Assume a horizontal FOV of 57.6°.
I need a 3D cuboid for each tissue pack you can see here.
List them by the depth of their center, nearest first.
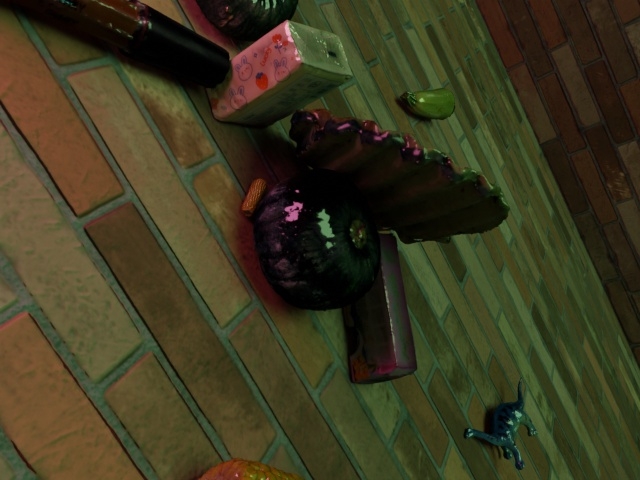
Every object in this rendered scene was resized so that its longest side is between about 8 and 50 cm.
[{"bbox_3d":[-0.070,-0.264,0.947,0.148,0.196,0.092,-10,79,-55],"label":"tissue pack"}]

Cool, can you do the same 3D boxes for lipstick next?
[{"bbox_3d":[-0.292,-0.298,0.761,0.418,0.077,0.077,11,63,-50],"label":"lipstick"}]

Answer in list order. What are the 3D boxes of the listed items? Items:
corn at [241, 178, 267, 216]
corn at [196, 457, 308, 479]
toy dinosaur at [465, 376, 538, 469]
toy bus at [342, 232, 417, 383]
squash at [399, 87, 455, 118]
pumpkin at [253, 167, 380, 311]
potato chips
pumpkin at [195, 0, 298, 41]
[{"bbox_3d":[-0.106,-0.071,0.943,0.028,0.027,0.083,84,18,-46],"label":"corn"},{"bbox_3d":[-0.010,0.378,0.732,0.387,0.143,0.144,44,41,-33],"label":"corn"},{"bbox_3d":[0.451,0.457,1.403,0.329,0.076,0.145,-18,80,-46],"label":"toy dinosaur"},{"bbox_3d":[0.098,0.116,1.061,0.090,0.112,0.274,12,62,-43],"label":"toy bus"},{"bbox_3d":[0.289,-0.391,1.638,0.224,0.094,0.094,-10,80,-50],"label":"squash"},{"bbox_3d":[0.000,0.000,0.930,0.233,0.163,0.233,29,53,-47],"label":"pumpkin"},{"bbox_3d":[0.102,-0.102,0.959,0.358,0.429,0.070,35,78,-11],"label":"potato chips"},{"bbox_3d":[-0.129,-0.452,1.006,0.211,0.152,0.212,24,55,-40],"label":"pumpkin"}]
